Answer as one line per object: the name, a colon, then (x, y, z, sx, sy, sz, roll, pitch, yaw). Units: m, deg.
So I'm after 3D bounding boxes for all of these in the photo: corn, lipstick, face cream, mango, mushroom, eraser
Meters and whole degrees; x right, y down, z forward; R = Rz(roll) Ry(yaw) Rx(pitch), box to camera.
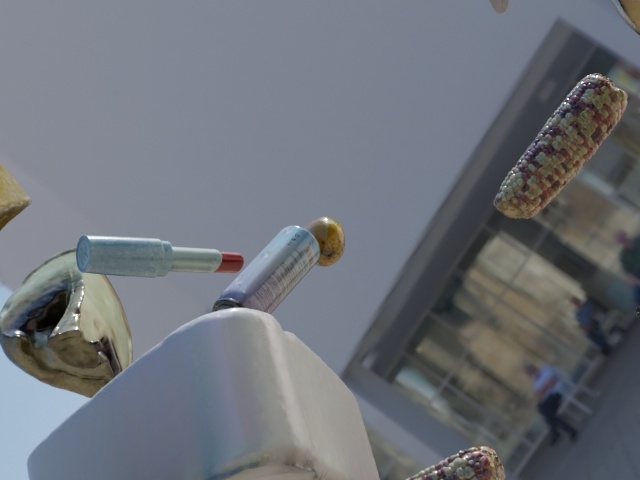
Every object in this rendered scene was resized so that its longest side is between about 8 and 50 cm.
corn: (0.355, -0.134, 1.906, 0.253, 0.086, 0.086, -51, -12, -2)
lipstick: (-0.249, 0.029, 2.041, 0.274, 0.061, 0.068, 4, -29, -33)
face cream: (-0.085, 0.067, 1.873, 0.229, 0.075, 0.075, -47, -13, -45)
mango: (0.000, 0.000, 2.001, 0.114, 0.057, 0.079, 22, 108, 63)
mushroom: (-0.451, 0.187, 2.318, 0.212, 0.292, 0.217, -24, -58, -5)
eraser: (-0.085, 0.186, 1.143, 0.331, 0.150, 0.331, -12, -25, -6)
corn: (0.131, 0.342, 1.696, 0.237, 0.079, 0.079, -24, -7, 12)

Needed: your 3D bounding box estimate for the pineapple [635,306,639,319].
pineapple: (0.675, 0.231, 2.350, 0.119, 0.277, 0.130, 7, -37, -33)

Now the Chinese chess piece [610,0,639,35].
Chinese chess piece: (0.381, -0.291, 1.204, 0.251, 0.251, 0.097, -61, 9, 27)

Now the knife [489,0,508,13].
knife: (0.232, -0.413, 1.672, 0.032, 0.058, 0.244, -113, 25, -60)

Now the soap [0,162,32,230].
soap: (-0.538, -0.095, 1.627, 0.143, 0.281, 0.259, -41, 2, 20)
